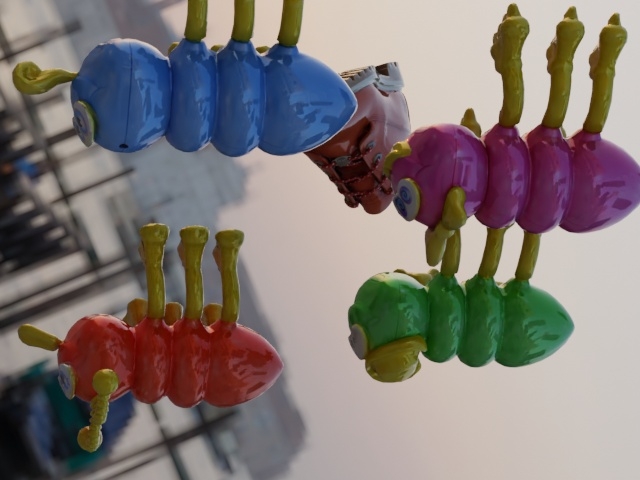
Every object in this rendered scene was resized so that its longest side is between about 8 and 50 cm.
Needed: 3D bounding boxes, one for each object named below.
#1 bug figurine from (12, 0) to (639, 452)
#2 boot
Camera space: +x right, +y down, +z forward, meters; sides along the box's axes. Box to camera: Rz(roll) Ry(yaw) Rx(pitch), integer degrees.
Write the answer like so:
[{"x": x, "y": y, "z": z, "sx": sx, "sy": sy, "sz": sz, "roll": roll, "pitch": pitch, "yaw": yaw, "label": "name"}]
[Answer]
[{"x": 0.000, "y": 0.000, "z": 0.695, "sx": 0.279, "sy": 0.216, "sz": 0.072, "roll": 105, "pitch": -17, "yaw": -60, "label": "bug figurine"}, {"x": 0.019, "y": -0.055, "z": 1.101, "sx": 0.158, "sy": 0.059, "sz": 0.084, "roll": -16, "pitch": 93, "yaw": -67, "label": "boot"}]
